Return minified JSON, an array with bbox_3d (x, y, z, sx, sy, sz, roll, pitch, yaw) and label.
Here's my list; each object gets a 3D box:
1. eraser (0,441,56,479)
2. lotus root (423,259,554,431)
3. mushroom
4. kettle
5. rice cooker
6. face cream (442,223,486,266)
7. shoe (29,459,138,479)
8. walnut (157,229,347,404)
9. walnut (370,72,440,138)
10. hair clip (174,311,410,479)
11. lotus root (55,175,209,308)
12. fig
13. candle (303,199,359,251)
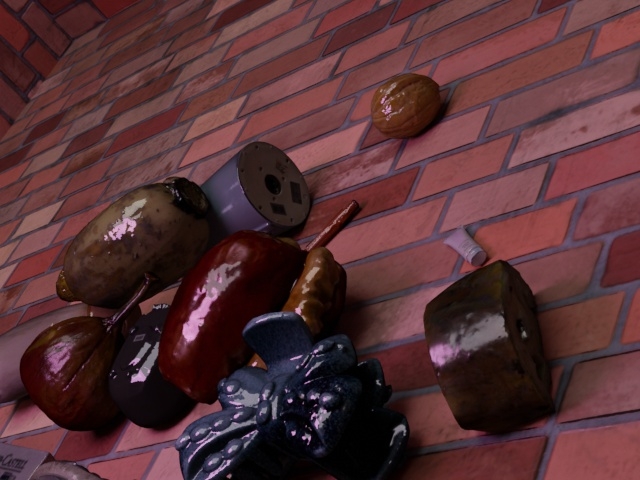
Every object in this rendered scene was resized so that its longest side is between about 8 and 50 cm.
[{"bbox_3d":[-0.534,0.401,2.312,0.352,0.077,0.111,-4,46,55],"label":"eraser"},{"bbox_3d":[0.194,0.115,1.617,0.119,0.138,0.235,-25,24,16],"label":"lotus root"},{"bbox_3d":[-0.488,0.198,2.491,0.407,0.137,0.154,-26,-11,38],"label":"mushroom"},{"bbox_3d":[-0.151,-0.020,2.355,0.243,0.160,0.210,-33,54,37],"label":"kettle"},{"bbox_3d":[-0.246,0.191,2.156,0.142,0.118,0.203,-13,43,47],"label":"rice cooker"},{"bbox_3d":[0.198,0.007,1.893,0.038,0.020,0.115,-43,22,3],"label":"face cream"},{"bbox_3d":[-0.330,0.414,1.906,0.336,0.132,0.171,0,42,49],"label":"shoe"},{"bbox_3d":[-0.083,0.119,1.942,0.244,0.222,0.269,22,83,45],"label":"walnut"},{"bbox_3d":[0.140,-0.220,2.252,0.124,0.105,0.105,-27,25,0],"label":"walnut"},{"bbox_3d":[-0.027,0.222,1.732,0.310,0.194,0.206,-20,46,38],"label":"hair clip"},{"bbox_3d":[-0.316,0.021,2.295,0.309,0.173,0.173,-38,25,20],"label":"lotus root"},{"bbox_3d":[-0.378,0.163,2.253,0.190,0.191,0.290,-141,66,-65],"label":"fig"},{"bbox_3d":[0.000,0.000,2.204,0.167,0.021,0.026,-47,15,-4],"label":"candle"}]
